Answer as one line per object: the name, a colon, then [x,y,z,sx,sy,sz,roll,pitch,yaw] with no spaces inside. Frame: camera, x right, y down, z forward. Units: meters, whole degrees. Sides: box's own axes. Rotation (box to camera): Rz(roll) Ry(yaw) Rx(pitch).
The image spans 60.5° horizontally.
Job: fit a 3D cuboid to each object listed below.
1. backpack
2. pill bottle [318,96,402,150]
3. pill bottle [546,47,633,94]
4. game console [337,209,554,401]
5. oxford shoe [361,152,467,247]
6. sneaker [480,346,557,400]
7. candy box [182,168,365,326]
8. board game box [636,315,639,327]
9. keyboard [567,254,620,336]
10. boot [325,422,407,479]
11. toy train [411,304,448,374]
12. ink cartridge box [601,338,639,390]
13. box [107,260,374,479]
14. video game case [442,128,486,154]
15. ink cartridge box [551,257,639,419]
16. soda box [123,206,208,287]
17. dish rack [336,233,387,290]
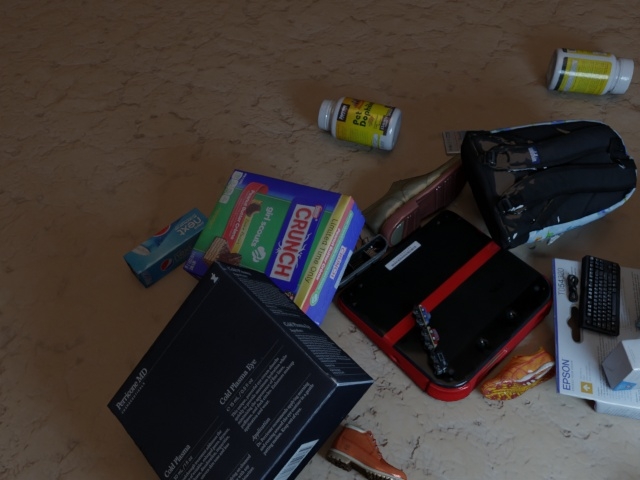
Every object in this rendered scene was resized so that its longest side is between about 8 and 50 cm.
backpack: [0.535,-0.144,1.272,0.355,0.273,0.290,-19,75,4]
pill bottle: [0.106,-0.325,1.502,0.214,0.117,0.117,15,57,13]
pill bottle: [0.774,-0.485,1.583,0.208,0.119,0.119,10,56,9]
game console: [0.284,0.128,1.219,0.386,0.060,0.342,-36,57,-21]
oxford shoe: [0.246,-0.131,1.359,0.348,0.123,0.130,-36,54,-23]
sneaker: [0.396,0.272,1.111,0.175,0.064,0.067,-17,36,-15]
candy box: [-0.101,0.010,1.198,0.317,0.122,0.268,16,73,27]
board game box: [0.773,0.074,1.089,0.144,0.142,0.275,31,61,23]
keyboard: [0.574,0.109,1.151,0.108,0.023,0.180,13,55,13]
boot: [0.098,0.402,1.026,0.157,0.059,0.085,21,53,18]
toy train: [0.224,0.197,1.117,0.036,0.027,0.158,-11,52,-7]
ink cartridge box: [0.635,0.225,1.014,0.180,0.104,0.060,-5,53,0]
box: [-0.143,0.269,0.969,0.312,0.179,0.343,41,97,26]
video game case: [0.404,-0.272,1.515,0.121,0.011,0.087,-2,54,2]
ink cartridge box: [0.645,0.204,1.133,0.329,0.071,0.324,8,56,11]
soda box: [-0.357,0.015,1.314,0.210,0.067,0.071,-38,61,-22]
dish rack: [0.000,0.000,1.304,0.208,0.074,0.271,-34,60,-20]
